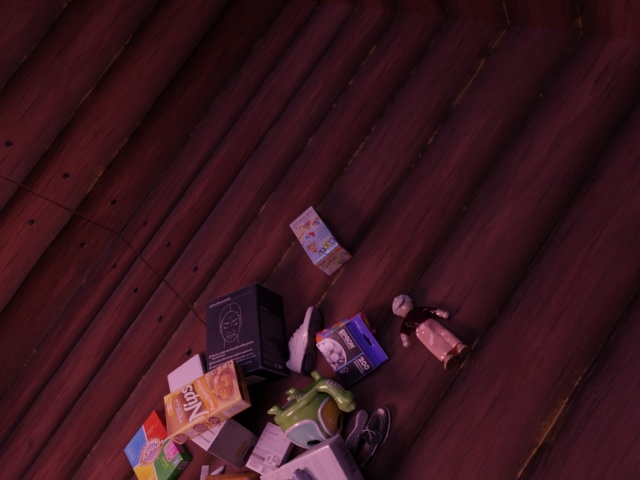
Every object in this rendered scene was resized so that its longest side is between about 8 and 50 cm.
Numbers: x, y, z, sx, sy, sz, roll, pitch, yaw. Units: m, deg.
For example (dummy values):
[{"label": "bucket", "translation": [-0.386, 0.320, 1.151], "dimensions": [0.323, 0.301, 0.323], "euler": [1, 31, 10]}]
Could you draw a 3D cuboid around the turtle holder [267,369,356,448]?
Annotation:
[{"label": "turtle holder", "translation": [-0.010, 0.633, 1.753], "dimensions": [0.320, 0.243, 0.227], "euler": [-39, 83, 3]}]

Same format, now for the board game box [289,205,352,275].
[{"label": "board game box", "translation": [0.000, 0.000, 2.133], "dimensions": [0.144, 0.142, 0.275], "euler": [-40, 51, 9]}]

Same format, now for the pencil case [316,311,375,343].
[{"label": "pencil case", "translation": [0.099, 0.380, 1.902], "dimensions": [0.236, 0.104, 0.104], "euler": [-26, 55, 20]}]

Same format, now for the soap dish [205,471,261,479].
[{"label": "soap dish", "translation": [-0.341, 1.045, 1.773], "dimensions": [0.229, 0.118, 0.290], "euler": [-4, 59, 0]}]

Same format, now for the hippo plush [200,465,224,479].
[{"label": "hippo plush", "translation": [-0.566, 1.068, 1.880], "dimensions": [0.237, 0.234, 0.294], "euler": [-13, 60, 26]}]

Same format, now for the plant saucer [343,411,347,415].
[{"label": "plant saucer", "translation": [0.077, 0.646, 1.828], "dimensions": [0.083, 0.015, 0.083], "euler": [-15, 59, 26]}]

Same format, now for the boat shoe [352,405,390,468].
[{"label": "boat shoe", "translation": [0.185, 0.711, 1.685], "dimensions": [0.084, 0.079, 0.233], "euler": [17, 75, 39]}]

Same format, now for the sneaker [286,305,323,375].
[{"label": "sneaker", "translation": [-0.076, 0.421, 1.990], "dimensions": [0.129, 0.111, 0.297], "euler": [0, 65, 39]}]

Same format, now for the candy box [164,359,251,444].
[{"label": "candy box", "translation": [-0.440, 0.622, 1.802], "dimensions": [0.316, 0.087, 0.183], "euler": [-29, 44, 1]}]

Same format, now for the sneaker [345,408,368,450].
[{"label": "sneaker", "translation": [0.127, 0.707, 1.750], "dimensions": [0.065, 0.061, 0.158], "euler": [3, 64, 63]}]

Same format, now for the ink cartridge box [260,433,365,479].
[{"label": "ink cartridge box", "translation": [-0.004, 0.904, 1.647], "dimensions": [0.385, 0.091, 0.308], "euler": [-38, 76, 31]}]

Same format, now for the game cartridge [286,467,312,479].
[{"label": "game cartridge", "translation": [-0.086, 0.956, 1.622], "dimensions": [0.198, 0.062, 0.297], "euler": [44, 118, 25]}]

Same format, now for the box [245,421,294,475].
[{"label": "box", "translation": [-0.193, 0.839, 1.856], "dimensions": [0.145, 0.038, 0.186], "euler": [7, 55, 35]}]

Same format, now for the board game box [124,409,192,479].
[{"label": "board game box", "translation": [-0.756, 0.990, 2.153], "dimensions": [0.316, 0.064, 0.242], "euler": [35, 87, 40]}]

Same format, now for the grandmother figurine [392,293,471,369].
[{"label": "grandmother figurine", "translation": [0.387, 0.327, 1.749], "dimensions": [0.208, 0.104, 0.342], "euler": [-27, 46, -16]}]

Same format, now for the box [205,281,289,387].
[{"label": "box", "translation": [-0.331, 0.435, 2.075], "dimensions": [0.294, 0.212, 0.395], "euler": [-23, 56, 22]}]

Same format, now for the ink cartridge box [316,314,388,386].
[{"label": "ink cartridge box", "translation": [0.122, 0.434, 1.820], "dimensions": [0.208, 0.045, 0.206], "euler": [-39, 80, 17]}]

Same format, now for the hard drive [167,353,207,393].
[{"label": "hard drive", "translation": [-0.613, 0.733, 2.211], "dimensions": [0.210, 0.040, 0.318], "euler": [-37, 52, 11]}]

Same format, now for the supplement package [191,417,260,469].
[{"label": "supplement package", "translation": [-0.412, 0.785, 1.896], "dimensions": [0.204, 0.262, 0.145], "euler": [14, 60, 37]}]
